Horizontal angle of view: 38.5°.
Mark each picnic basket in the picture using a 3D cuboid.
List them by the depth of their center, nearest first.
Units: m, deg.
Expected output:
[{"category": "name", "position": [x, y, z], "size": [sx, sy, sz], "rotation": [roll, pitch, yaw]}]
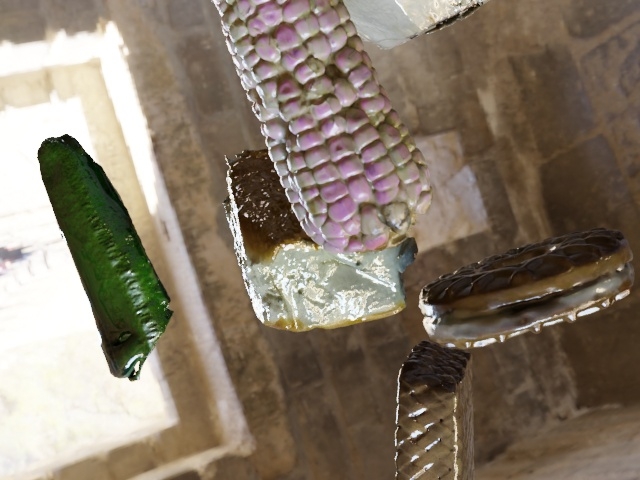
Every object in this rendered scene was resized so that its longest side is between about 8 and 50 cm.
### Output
[{"category": "picnic basket", "position": [0.099, 0.185, 0.767], "size": [0.054, 0.110, 0.193], "rotation": [1, 103, 19]}]

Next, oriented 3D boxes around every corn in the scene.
[{"category": "corn", "position": [-0.014, -0.142, 0.787], "size": [0.126, 0.126, 0.335], "rotation": [-7, 112, 61]}]

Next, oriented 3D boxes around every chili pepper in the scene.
[{"category": "chili pepper", "position": [-0.184, 0.013, 0.777], "size": [0.108, 0.062, 0.216], "rotation": [-16, 94, 66]}]

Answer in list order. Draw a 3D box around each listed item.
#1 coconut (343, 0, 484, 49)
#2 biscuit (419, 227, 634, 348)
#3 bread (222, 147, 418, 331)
[{"category": "coconut", "position": [0.118, -0.474, 1.292], "size": [0.346, 0.346, 0.360], "rotation": [-8, 109, 61]}, {"category": "biscuit", "position": [0.300, 0.069, 1.352], "size": [0.332, 0.332, 0.103], "rotation": [-13, 96, 62]}, {"category": "bread", "position": [0.000, 0.000, 1.381], "size": [0.250, 0.279, 0.225], "rotation": [-112, 22, -44]}]
